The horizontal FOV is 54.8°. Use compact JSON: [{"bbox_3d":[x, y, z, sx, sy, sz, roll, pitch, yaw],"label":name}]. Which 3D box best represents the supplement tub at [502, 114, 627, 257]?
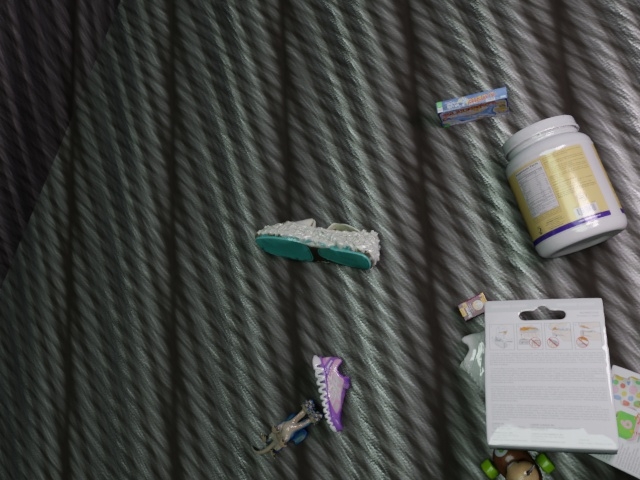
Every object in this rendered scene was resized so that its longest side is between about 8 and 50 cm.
[{"bbox_3d":[0.647,-0.142,1.669,0.240,0.241,0.332,-21,74,15],"label":"supplement tub"}]

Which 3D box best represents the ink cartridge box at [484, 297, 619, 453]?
[{"bbox_3d":[0.588,0.348,1.610,0.307,0.091,0.385,-4,64,20],"label":"ink cartridge box"}]

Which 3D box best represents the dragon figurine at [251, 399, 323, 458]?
[{"bbox_3d":[-0.099,0.586,1.885,0.085,0.144,0.289,54,134,19],"label":"dragon figurine"}]

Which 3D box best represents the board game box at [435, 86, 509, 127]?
[{"bbox_3d":[0.453,-0.393,1.835,0.201,0.136,0.035,-10,78,18],"label":"board game box"}]

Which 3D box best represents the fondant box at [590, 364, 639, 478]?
[{"bbox_3d":[0.846,0.478,1.501,0.330,0.096,0.239,18,86,46],"label":"fondant box"}]

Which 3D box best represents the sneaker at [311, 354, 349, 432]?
[{"bbox_3d":[0.044,0.455,1.866,0.104,0.095,0.237,-12,81,-5],"label":"sneaker"}]

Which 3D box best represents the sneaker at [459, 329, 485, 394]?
[{"bbox_3d":[0.455,0.370,1.742,0.115,0.090,0.232,-15,68,25],"label":"sneaker"}]

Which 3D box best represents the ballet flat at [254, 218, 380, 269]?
[{"bbox_3d":[0.000,0.000,1.951,0.408,0.147,0.147,11,85,18],"label":"ballet flat"}]

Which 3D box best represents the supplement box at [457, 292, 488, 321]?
[{"bbox_3d":[0.446,0.193,1.788,0.083,0.043,0.055,-29,74,13],"label":"supplement box"}]

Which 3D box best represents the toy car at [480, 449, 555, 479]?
[{"bbox_3d":[0.514,0.603,1.617,0.155,0.188,0.149,-43,70,8],"label":"toy car"}]
